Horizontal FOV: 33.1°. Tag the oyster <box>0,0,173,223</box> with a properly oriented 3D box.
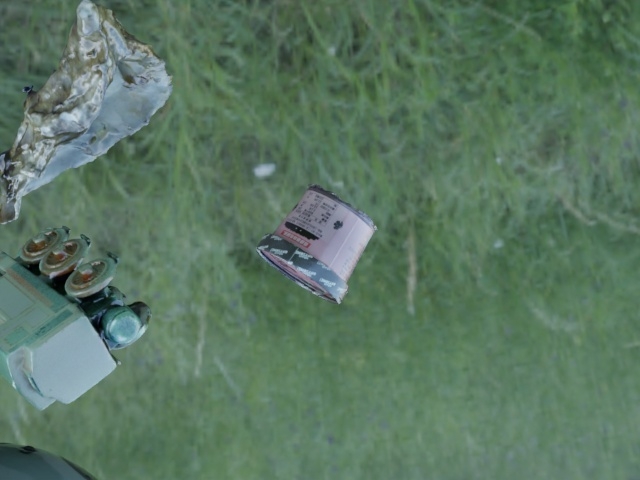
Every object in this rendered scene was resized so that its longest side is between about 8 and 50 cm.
[{"bbox_3d":[-0.286,-0.170,1.331,0.204,0.111,0.396,-33,170,-47],"label":"oyster"}]

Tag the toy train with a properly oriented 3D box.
[{"bbox_3d":[-0.224,0.056,0.882,0.125,0.194,0.080,-37,124,-22],"label":"toy train"}]

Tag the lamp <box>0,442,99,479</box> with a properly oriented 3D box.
[{"bbox_3d":[-0.238,0.231,0.768,0.198,0.197,0.244,-5,162,0],"label":"lamp"}]

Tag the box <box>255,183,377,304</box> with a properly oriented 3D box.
[{"bbox_3d":[0.000,0.000,1.612,0.151,0.135,0.151,32,172,5],"label":"box"}]
